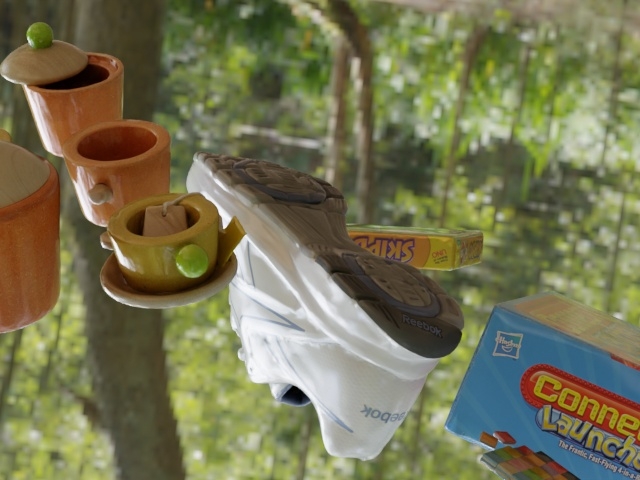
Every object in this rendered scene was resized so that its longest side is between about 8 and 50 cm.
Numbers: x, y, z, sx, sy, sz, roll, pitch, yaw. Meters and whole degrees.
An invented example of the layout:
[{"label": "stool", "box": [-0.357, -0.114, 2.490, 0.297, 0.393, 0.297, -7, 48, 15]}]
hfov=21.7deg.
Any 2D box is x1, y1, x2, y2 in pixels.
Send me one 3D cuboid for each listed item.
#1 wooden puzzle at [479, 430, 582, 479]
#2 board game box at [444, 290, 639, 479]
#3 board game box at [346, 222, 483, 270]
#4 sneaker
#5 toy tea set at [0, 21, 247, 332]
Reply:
[{"label": "wooden puzzle", "box": [0.116, 0.125, 0.887, 0.083, 0.006, 0.049, 35, -159, 28]}, {"label": "board game box", "box": [0.260, 0.134, 1.123, 0.302, 0.086, 0.308, 24, -174, 13]}, {"label": "board game box", "box": [0.000, 0.000, 1.424, 0.259, 0.039, 0.124, 6, -176, 16]}, {"label": "sneaker", "box": [-0.025, 0.033, 1.130, 0.111, 0.129, 0.297, 10, -156, -33]}, {"label": "toy tea set", "box": [-0.184, -0.064, 1.092, 0.200, 0.124, 0.336, -13, -150, -15]}]
